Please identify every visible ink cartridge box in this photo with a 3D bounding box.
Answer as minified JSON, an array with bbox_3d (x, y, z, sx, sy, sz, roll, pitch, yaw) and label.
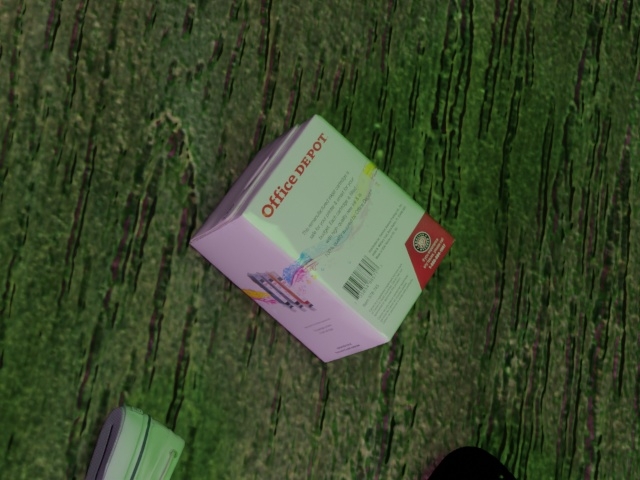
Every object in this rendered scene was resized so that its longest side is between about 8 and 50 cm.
[{"bbox_3d":[0.000,0.000,1.486,0.176,0.127,0.128,42,63,-13],"label":"ink cartridge box"}]

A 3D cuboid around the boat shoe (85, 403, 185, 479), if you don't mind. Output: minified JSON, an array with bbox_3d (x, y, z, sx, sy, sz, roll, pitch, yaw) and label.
[{"bbox_3d":[-0.168,0.248,1.365,0.076,0.083,0.226,27,66,-18],"label":"boat shoe"}]

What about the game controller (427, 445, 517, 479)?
[{"bbox_3d":[0.196,0.344,1.542,0.319,0.067,0.166,48,62,-10],"label":"game controller"}]
